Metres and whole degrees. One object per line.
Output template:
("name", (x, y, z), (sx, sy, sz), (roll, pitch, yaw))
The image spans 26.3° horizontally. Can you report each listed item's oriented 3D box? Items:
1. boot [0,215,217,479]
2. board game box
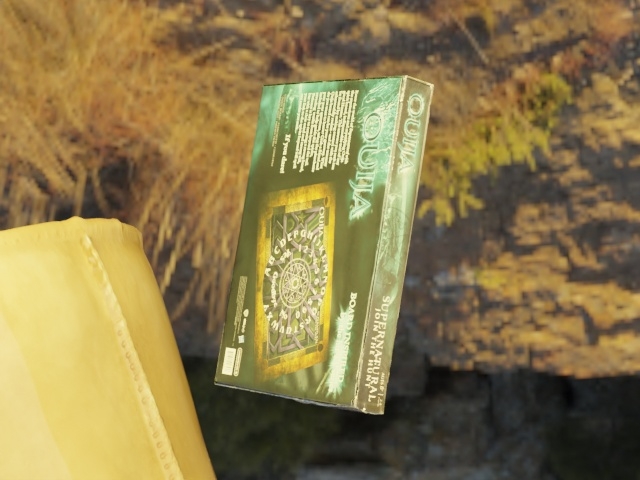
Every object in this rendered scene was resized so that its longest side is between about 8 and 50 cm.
("boot", (-0.067, 0.129, 0.385), (0.089, 0.269, 0.236), (-19, 175, 5))
("board game box", (0.000, 0.000, 0.789), (0.026, 0.186, 0.126), (13, 174, -42))
